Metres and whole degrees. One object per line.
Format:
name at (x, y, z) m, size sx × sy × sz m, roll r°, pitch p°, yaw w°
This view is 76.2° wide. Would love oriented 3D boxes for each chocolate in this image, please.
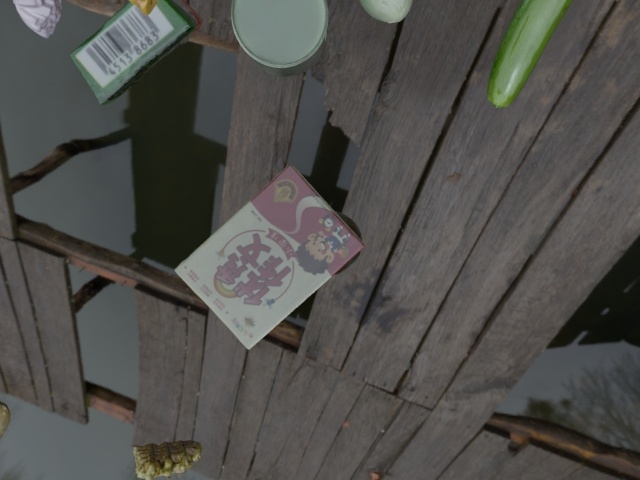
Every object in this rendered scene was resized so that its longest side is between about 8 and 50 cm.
chocolate at (-0.552, -0.613, 1.251) m, size 0.360 × 0.341 × 0.161 m, roll -34°, pitch 121°, yaw 10°

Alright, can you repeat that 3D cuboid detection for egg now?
egg at (0.130, -0.515, 0.823) m, size 0.114 × 0.114 × 0.152 m, roll -21°, pitch 91°, yaw 28°

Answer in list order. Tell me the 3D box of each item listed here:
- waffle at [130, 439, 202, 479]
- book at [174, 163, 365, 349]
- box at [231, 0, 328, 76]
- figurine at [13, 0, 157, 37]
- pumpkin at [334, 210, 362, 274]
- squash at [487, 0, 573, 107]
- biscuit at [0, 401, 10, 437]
waffle at (-0.324, 0.429, 0.803) m, size 0.192 × 0.161 × 0.046 m, roll -13°, pitch 74°, yaw 29°
book at (-0.074, 0.025, 0.596) m, size 0.232 × 0.022 × 0.162 m, roll -42°, pitch 91°, yaw 2°
box at (-0.094, -0.533, 1.003) m, size 0.227 × 0.149 × 0.225 m, roll 0°, pitch 103°, yaw -1°
figurine at (-0.258, -0.272, 0.335) m, size 0.240 × 0.175 × 0.115 m, roll 40°, pitch 82°, yaw -12°
pumpkin at (0.000, 0.000, 1.080) m, size 0.224 × 0.223 × 0.157 m, roll 8°, pitch 125°, yaw 12°
squash at (0.392, -0.394, 0.756) m, size 0.082 × 0.082 × 0.292 m, roll 22°, pitch 124°, yaw 2°
biscuit at (-0.691, 0.388, 0.807) m, size 0.020 × 0.152 × 0.151 m, roll 23°, pitch 128°, yaw 18°
